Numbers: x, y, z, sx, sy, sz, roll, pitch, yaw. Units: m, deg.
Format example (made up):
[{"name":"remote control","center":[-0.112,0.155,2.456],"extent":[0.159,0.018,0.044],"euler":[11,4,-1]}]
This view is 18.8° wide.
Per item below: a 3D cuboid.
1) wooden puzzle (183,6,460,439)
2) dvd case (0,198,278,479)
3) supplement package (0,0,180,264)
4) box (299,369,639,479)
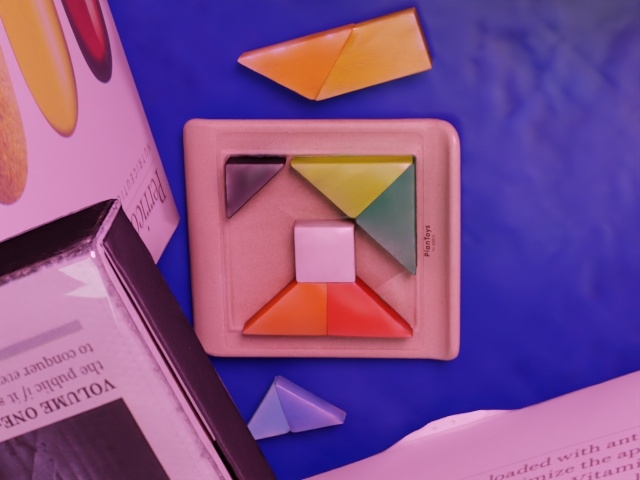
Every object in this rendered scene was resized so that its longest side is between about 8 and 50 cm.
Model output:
[{"name":"wooden puzzle","center":[0.000,0.000,0.502],"extent":[0.078,0.014,0.116],"euler":[-5,112,11]},{"name":"dvd case","center":[-0.066,0.123,0.416],"extent":[0.179,0.029,0.238],"euler":[-21,111,17]},{"name":"supplement package","center":[-0.140,-0.073,0.426],"extent":[0.134,0.139,0.244],"euler":[-12,112,14]},{"name":"box","center":[0.062,0.148,0.496],"extent":[0.181,0.119,0.182],"euler":[-20,109,17]}]
